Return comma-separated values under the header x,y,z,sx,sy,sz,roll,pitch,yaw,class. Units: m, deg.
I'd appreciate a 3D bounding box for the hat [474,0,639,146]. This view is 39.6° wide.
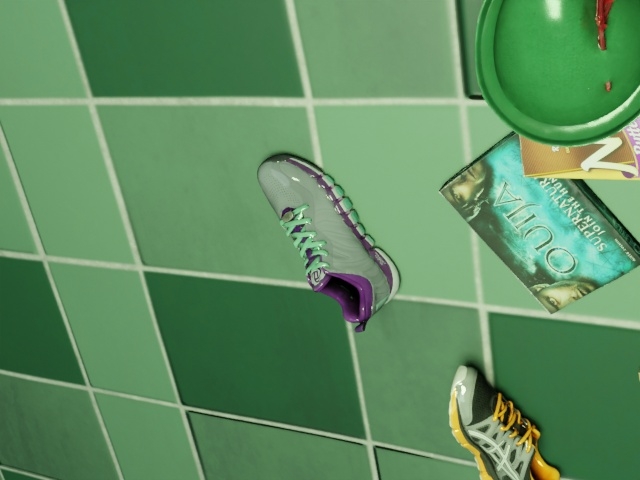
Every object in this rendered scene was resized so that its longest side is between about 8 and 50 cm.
x,y,z,sx,sy,sz,roll,pitch,yaw,class
0.172,-0.178,0.675,0.173,0.184,0.208,14,100,28,hat

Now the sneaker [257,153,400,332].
x,y,z,sx,sy,sz,roll,pitch,yaw,class
0.000,0.000,1.025,0.223,0.098,0.083,47,130,-5,sneaker

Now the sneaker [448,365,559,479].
x,y,z,sx,sy,sz,roll,pitch,yaw,class
0.218,0.230,1.066,0.083,0.084,0.214,-13,122,32,sneaker

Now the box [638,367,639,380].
x,y,z,sx,sy,sz,roll,pitch,yaw,class
0.448,0.220,0.965,0.165,0.021,0.201,-6,115,32,box

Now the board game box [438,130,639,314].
x,y,z,sx,sy,sz,roll,pitch,yaw,class
0.230,-0.020,0.931,0.186,0.026,0.126,47,129,-5,board game box

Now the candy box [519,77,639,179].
x,y,z,sx,sy,sz,roll,pitch,yaw,class
0.270,-0.110,0.784,0.187,0.053,0.109,4,124,30,candy box
